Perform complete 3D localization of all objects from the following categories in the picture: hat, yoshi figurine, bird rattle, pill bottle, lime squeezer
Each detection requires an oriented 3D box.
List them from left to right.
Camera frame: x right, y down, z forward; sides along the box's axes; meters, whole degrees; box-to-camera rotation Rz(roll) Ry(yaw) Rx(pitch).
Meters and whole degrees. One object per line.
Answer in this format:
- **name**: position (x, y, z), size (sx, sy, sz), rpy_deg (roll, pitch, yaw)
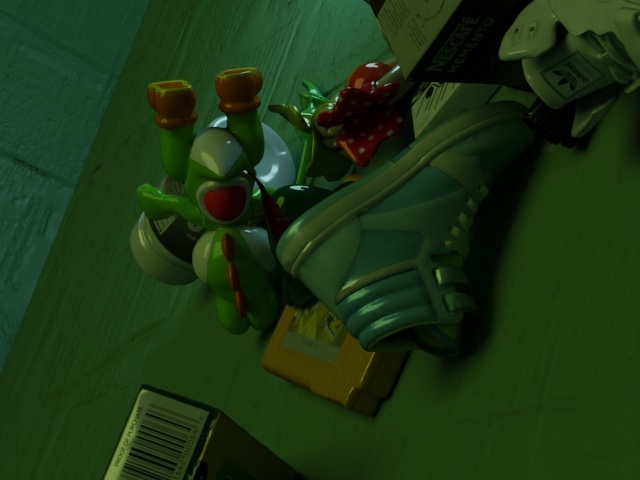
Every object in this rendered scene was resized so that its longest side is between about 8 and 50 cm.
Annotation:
- **pill bottle**: position (-0.174, -0.055, 2.419), size (0.283, 0.161, 0.161), rpy_deg (-45, 26, 43)
- **yoshi figurine**: position (-0.133, -0.054, 2.173), size (0.204, 0.203, 0.362), rpy_deg (-1, 104, 39)
- **hat**: position (-0.062, -0.038, 1.927), size (0.208, 0.184, 0.173), rpy_deg (-46, 26, 39)
- **lime squeezer**: position (-0.010, -0.176, 2.343), size (0.110, 0.059, 0.310), rpy_deg (93, -179, -45)
- **bird rattle**: position (0.048, -0.188, 2.061), size (0.207, 0.143, 0.253), rpy_deg (-45, 6, -26)

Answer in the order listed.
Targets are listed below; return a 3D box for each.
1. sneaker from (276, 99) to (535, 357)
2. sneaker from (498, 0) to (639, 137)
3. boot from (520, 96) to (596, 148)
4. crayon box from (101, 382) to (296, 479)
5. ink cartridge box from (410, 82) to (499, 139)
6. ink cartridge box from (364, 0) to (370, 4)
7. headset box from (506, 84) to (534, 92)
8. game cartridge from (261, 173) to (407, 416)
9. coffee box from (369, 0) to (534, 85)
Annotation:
- **sneaker**: position (0.136, 0.003, 1.642), size (0.319, 0.208, 0.127), rpy_deg (-33, -18, -10)
- **sneaker**: position (0.283, -0.167, 1.372), size (0.210, 0.137, 0.366), rpy_deg (-39, 22, 19)
- **boot**: position (0.236, -0.158, 1.571), size (0.099, 0.121, 0.045), rpy_deg (-58, 17, -4)
- **crayon box**: position (-0.171, 0.373, 1.696), size (0.313, 0.106, 0.363), rpy_deg (56, -127, -66)
- **ink cartridge box**: position (0.186, -0.211, 1.868), size (0.207, 0.046, 0.097), rpy_deg (-51, 24, 30)
- **ink cartridge box**: position (0.075, -0.386, 1.880), size (0.130, 0.309, 0.272), rpy_deg (-54, 5, -6)
- **headset box**: position (0.208, -0.198, 1.770), size (0.032, 0.062, 0.083), rpy_deg (-63, 20, 1)
- **game cartridge**: position (0.049, 0.054, 1.874), size (0.285, 0.053, 0.324), rpy_deg (-66, 18, -6)
- **coffee box**: position (0.198, -0.295, 1.574), size (0.297, 0.168, 0.119), rpy_deg (-53, 48, 44)
